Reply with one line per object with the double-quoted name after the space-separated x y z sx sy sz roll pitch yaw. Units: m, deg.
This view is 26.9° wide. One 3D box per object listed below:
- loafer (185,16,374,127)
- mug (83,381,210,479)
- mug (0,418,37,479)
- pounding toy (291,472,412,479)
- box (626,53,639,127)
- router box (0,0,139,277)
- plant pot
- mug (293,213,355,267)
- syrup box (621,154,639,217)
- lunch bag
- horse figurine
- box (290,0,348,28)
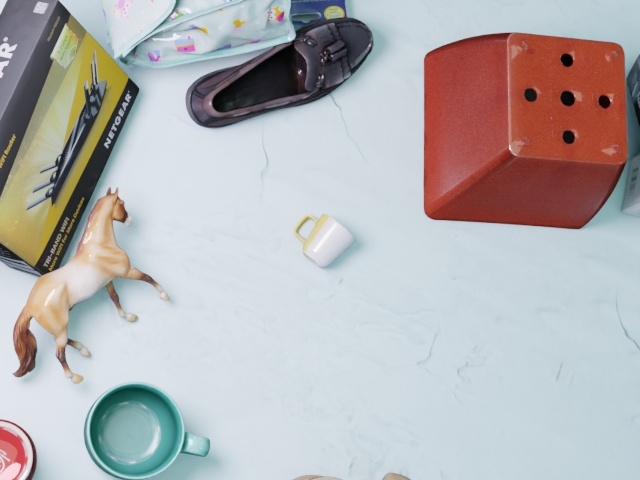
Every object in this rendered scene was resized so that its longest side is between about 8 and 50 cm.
-0.047 -0.240 1.948 0.302 0.095 0.109 -25 103 -14 "loafer"
-0.245 0.268 1.810 0.158 0.097 0.129 47 72 -3 "mug"
-0.436 0.282 1.720 0.150 0.169 0.113 3 79 -14 "mug"
0.015 0.407 1.820 0.154 0.155 0.269 40 73 -9 "pounding toy"
0.642 -0.169 2.069 0.307 0.077 0.242 15 40 -11 "box"
-0.381 -0.134 1.778 0.081 0.243 0.309 14 74 25 "router box"
0.314 -0.177 1.967 0.267 0.236 0.267 3 78 -13 "plant pot"
0.003 0.003 1.953 0.064 0.078 0.062 -50 127 -9 "mug"
0.603 -0.064 2.092 0.236 0.096 0.093 16 76 -11 "syrup box"
-0.189 -0.371 1.890 0.262 0.160 0.223 -15 67 -4 "lunch bag"
-0.322 0.076 1.809 0.263 0.066 0.174 -42 124 -21 "horse figurine"
-0.040 -0.425 2.025 0.136 0.036 0.225 -6 82 -15 "box"
